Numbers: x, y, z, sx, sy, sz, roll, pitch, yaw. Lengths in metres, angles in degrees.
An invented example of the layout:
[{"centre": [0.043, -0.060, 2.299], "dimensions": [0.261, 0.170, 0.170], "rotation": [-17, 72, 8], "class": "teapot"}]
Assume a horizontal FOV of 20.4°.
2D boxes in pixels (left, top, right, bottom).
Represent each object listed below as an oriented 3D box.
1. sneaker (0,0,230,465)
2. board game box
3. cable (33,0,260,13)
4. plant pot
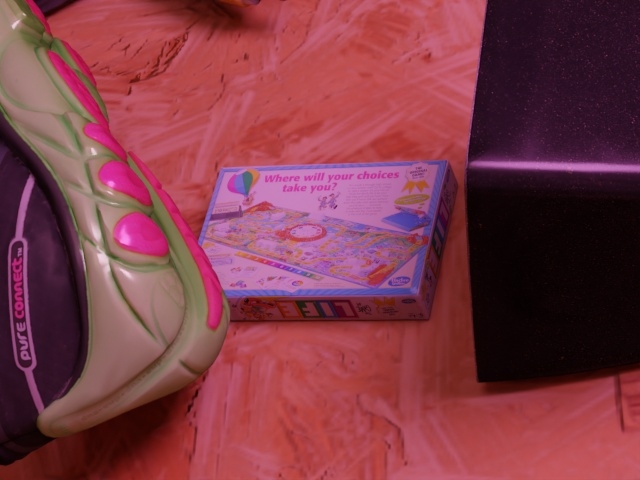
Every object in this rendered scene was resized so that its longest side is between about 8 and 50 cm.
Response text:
[{"centre": [-0.231, -0.047, 1.123], "dimensions": [0.202, 0.185, 0.483], "rotation": [-37, 41, 1], "class": "sneaker"}, {"centre": [0.000, 0.000, 1.090], "dimensions": [0.154, 0.026, 0.103], "rotation": [-1, 53, 22], "class": "board game box"}, {"centre": [-0.128, -0.225, 1.294], "dimensions": [0.287, 0.072, 0.139], "rotation": [3, 63, 24], "class": "cable"}, {"centre": [0.171, -0.044, 0.960], "dimensions": [0.167, 0.188, 0.187], "rotation": [2, 53, 10], "class": "plant pot"}]
